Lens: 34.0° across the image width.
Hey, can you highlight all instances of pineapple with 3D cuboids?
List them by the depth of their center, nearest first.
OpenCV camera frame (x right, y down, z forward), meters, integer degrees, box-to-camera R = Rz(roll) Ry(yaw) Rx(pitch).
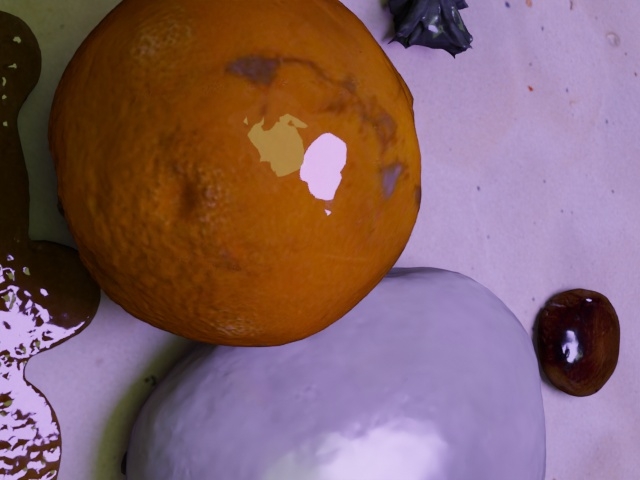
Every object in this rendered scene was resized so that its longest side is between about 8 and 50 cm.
[{"bbox_3d":[0.131,-0.313,1.060,0.128,0.128,0.247,10,89,-28],"label":"pineapple"}]

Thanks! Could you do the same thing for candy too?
[{"bbox_3d":[0.053,0.209,0.976,0.427,0.186,0.386,-43,105,-27],"label":"candy"}]

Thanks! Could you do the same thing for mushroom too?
[{"bbox_3d":[0.296,0.115,1.179,0.123,0.052,0.123,1,89,-33],"label":"mushroom"}]

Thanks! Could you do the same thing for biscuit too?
[{"bbox_3d":[-0.318,0.040,0.834,0.283,0.064,0.431,-17,99,-37],"label":"biscuit"}]

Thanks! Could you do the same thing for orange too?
[{"bbox_3d":[-0.067,-0.066,0.841,0.312,0.312,0.312,1,89,-29],"label":"orange"}]
